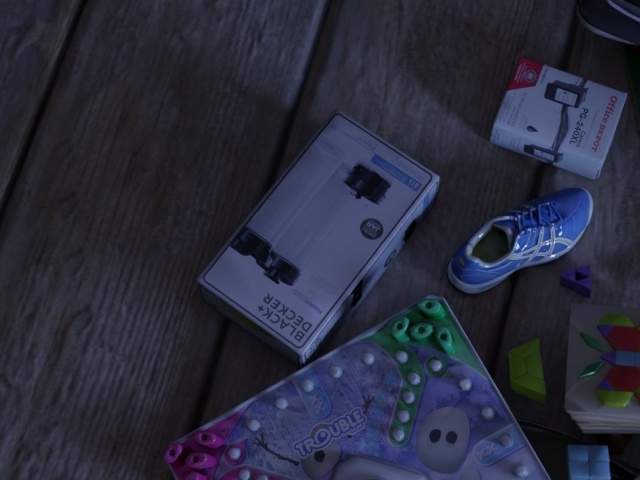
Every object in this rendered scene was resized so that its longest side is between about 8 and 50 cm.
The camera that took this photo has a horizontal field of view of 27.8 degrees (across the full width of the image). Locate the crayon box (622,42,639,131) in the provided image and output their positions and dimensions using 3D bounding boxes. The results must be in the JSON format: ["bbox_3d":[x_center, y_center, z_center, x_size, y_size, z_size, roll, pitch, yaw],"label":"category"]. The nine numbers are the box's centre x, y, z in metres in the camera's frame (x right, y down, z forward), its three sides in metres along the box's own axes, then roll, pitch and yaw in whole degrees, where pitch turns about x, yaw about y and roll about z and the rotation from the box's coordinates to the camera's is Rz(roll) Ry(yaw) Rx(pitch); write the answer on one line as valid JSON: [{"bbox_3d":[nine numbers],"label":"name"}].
[{"bbox_3d":[0.570,-0.215,1.683,0.318,0.081,0.202,-7,71,-1],"label":"crayon box"}]

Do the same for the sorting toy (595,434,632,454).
[{"bbox_3d":[0.346,0.205,1.550,0.042,0.061,0.102,-21,98,-18],"label":"sorting toy"}]

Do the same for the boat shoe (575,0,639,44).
[{"bbox_3d":[0.483,-0.275,1.612,0.335,0.095,0.112,16,72,11],"label":"boat shoe"}]

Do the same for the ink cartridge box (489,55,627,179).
[{"bbox_3d":[0.309,-0.159,1.678,0.150,0.063,0.109,20,72,9],"label":"ink cartridge box"}]

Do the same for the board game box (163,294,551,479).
[{"bbox_3d":[0.061,0.313,1.482,0.390,0.050,0.390,-30,72,4],"label":"board game box"}]

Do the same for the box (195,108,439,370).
[{"bbox_3d":[0.000,0.000,1.617,0.169,0.087,0.290,36,75,13],"label":"box"}]

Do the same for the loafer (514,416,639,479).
[{"bbox_3d":[0.290,0.264,1.514,0.251,0.087,0.094,17,72,7],"label":"loafer"}]

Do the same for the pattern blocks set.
[{"bbox_3d":[0.363,0.146,1.517,0.285,0.026,0.325,-7,46,-1],"label":"pattern blocks set"}]

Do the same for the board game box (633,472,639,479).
[{"bbox_3d":[0.415,0.357,1.375,0.124,0.039,0.259,-43,57,-6],"label":"board game box"}]

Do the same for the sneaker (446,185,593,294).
[{"bbox_3d":[0.256,-0.005,1.615,0.211,0.081,0.080,-33,71,-11],"label":"sneaker"}]
